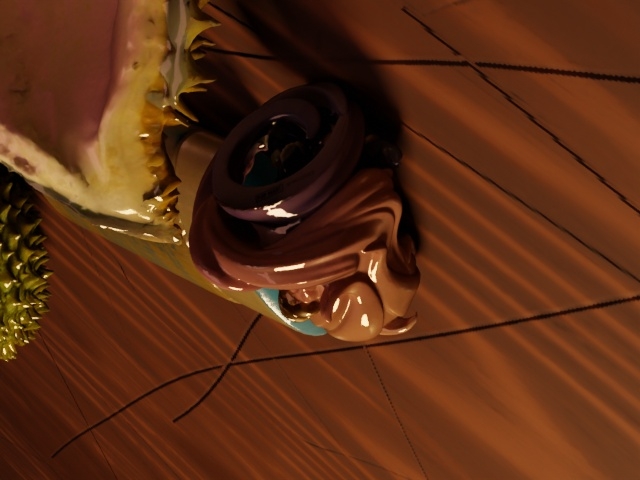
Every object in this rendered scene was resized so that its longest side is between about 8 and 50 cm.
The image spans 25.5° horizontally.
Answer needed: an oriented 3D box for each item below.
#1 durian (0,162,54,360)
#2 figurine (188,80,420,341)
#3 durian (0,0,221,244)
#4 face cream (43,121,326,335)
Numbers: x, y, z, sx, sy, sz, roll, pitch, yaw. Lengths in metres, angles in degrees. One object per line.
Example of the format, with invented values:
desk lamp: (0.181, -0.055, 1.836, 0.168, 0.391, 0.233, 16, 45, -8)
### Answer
durian: (-0.368, 0.018, 1.285, 0.291, 0.224, 0.291, 36, 156, 19)
figurine: (-0.001, 0.002, 0.781, 0.114, 0.126, 0.157, -99, -17, -67)
durian: (-0.155, -0.161, 0.785, 0.305, 0.185, 0.195, 39, 134, 14)
face cream: (-0.105, -0.031, 0.962, 0.285, 0.067, 0.139, 23, 145, 46)
